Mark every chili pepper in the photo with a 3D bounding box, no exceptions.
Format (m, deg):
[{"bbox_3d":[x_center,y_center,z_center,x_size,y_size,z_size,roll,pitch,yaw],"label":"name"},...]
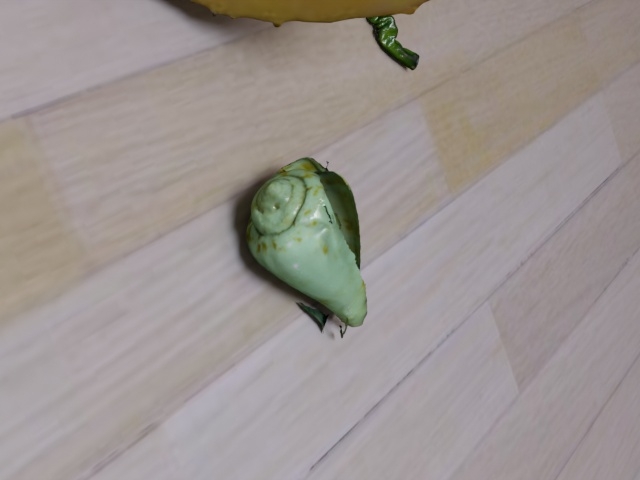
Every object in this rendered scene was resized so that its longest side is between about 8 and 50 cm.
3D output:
[{"bbox_3d":[0.067,-0.192,0.941,0.027,0.022,0.083,-48,125,-7],"label":"chili pepper"}]

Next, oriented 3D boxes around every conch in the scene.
[{"bbox_3d":[0.000,0.000,0.777,0.170,0.079,0.105,58,47,-47],"label":"conch"}]

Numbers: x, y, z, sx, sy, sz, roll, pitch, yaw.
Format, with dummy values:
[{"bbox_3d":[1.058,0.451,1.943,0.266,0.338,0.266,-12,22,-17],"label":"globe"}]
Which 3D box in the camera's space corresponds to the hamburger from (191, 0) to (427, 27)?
[{"bbox_3d":[-0.015,-0.344,0.617,0.396,0.396,0.277,32,58,-42],"label":"hamburger"}]
